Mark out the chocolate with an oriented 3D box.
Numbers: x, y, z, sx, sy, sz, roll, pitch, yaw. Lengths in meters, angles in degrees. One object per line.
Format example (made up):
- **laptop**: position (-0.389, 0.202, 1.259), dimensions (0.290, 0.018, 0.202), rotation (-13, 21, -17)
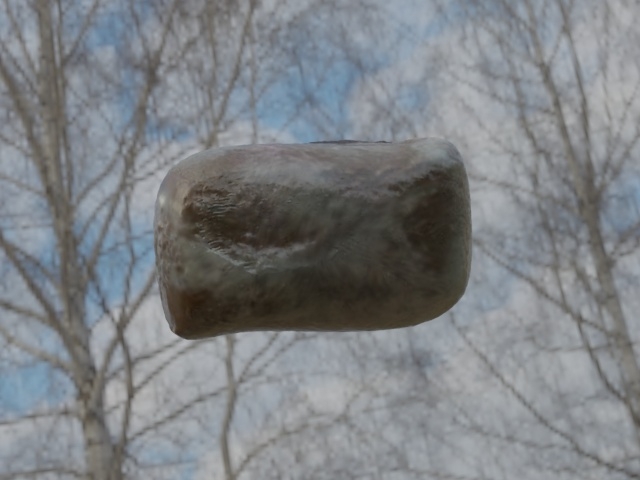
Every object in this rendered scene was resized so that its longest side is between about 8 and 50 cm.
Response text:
- **chocolate**: position (0.000, 0.000, 1.230), dimensions (0.303, 0.185, 0.100), rotation (-4, 4, -11)
